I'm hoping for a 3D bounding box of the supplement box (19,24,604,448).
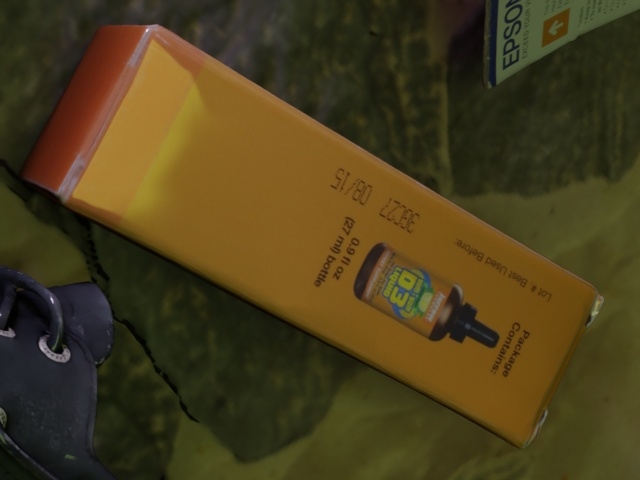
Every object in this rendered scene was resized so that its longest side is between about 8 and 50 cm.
[{"bbox_3d":[0.000,0.000,0.639,0.233,0.080,0.078,30,85,-22],"label":"supplement box"}]

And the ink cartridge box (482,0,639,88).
[{"bbox_3d":[0.148,-0.194,0.633,0.224,0.045,0.223,-26,142,-19],"label":"ink cartridge box"}]

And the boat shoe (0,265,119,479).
[{"bbox_3d":[-0.113,0.068,0.570,0.113,0.127,0.340,-43,112,-15],"label":"boat shoe"}]
